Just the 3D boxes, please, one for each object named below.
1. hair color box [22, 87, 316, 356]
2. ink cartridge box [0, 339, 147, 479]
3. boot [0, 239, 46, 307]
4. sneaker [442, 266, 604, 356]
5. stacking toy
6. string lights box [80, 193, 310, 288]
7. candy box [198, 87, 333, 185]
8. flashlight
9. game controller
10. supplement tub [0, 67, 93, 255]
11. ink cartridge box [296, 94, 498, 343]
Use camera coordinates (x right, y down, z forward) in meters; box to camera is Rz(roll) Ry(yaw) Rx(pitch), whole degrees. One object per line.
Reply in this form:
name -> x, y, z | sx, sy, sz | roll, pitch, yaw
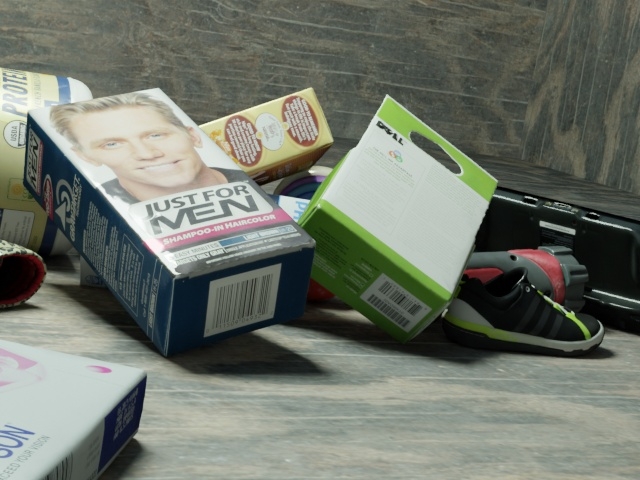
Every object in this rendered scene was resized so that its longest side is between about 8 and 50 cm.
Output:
hair color box -> -0.173, -0.033, 1.489 | 0.174, 0.105, 0.347 | -14, 40, -33
ink cartridge box -> -0.319, 0.123, 0.963 | 0.330, 0.071, 0.324 | 12, 10, 4
boot -> -0.423, 0.016, 1.434 | 0.179, 0.085, 0.236 | 19, 13, 34
sneaker -> 0.256, 0.083, 1.670 | 0.235, 0.097, 0.084 | 4, 11, -29
stacking toy -> 0.000, 0.000, 1.852 | 0.141, 0.141, 0.330 | 9, 15, -5
string lights box -> -0.145, 0.002, 1.630 | 0.260, 0.076, 0.133 | 10, 48, -2
candy box -> -0.155, -0.099, 1.840 | 0.316, 0.087, 0.183 | -20, -4, -12
flashlight -> 0.211, 0.063, 1.779 | 0.304, 0.103, 0.103 | -4, 20, -37
game controller -> 0.338, 0.023, 1.917 | 0.319, 0.166, 0.067 | 16, 28, 32
supplement tub -> -0.451, -0.106, 1.688 | 0.316, 0.228, 0.228 | 6, 10, -18
ink cartridge box -> 0.091, -0.030, 1.639 | 0.189, 0.097, 0.255 | 37, 41, -5
